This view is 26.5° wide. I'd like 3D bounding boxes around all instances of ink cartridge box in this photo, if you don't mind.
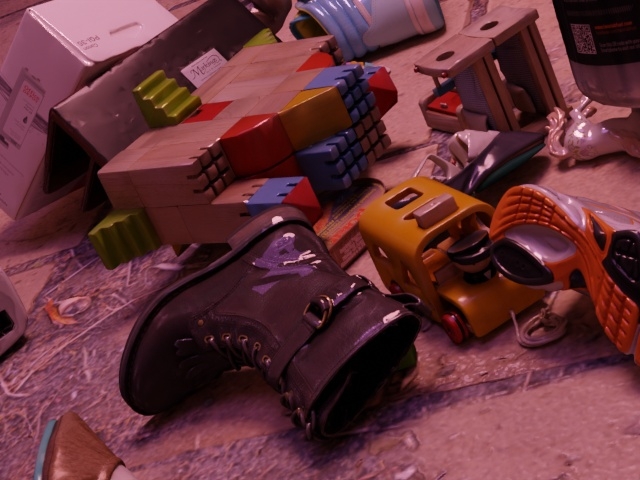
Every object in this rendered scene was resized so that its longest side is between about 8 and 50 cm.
[{"bbox_3d":[-0.323,-0.187,1.773,0.207,0.117,0.283,-34,-17,-52],"label":"ink cartridge box"}]

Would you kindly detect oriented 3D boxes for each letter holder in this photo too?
[{"bbox_3d":[-0.192,-0.140,1.735,0.302,0.152,0.214,-41,-11,-30],"label":"letter holder"}]

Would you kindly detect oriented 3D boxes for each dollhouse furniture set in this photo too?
[{"bbox_3d":[0.152,-0.169,1.474,0.129,0.129,0.183,-35,27,-19],"label":"dollhouse furniture set"}]

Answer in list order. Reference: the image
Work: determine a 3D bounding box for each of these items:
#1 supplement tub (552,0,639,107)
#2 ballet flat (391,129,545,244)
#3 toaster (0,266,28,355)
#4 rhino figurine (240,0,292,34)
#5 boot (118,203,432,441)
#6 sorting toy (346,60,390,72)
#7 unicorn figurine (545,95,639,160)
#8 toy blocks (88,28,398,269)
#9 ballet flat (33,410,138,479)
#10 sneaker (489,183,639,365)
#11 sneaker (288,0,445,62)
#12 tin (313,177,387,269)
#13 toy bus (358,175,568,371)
[{"bbox_3d":[0.295,-0.310,1.240,0.207,0.338,0.207,-18,20,7],"label":"supplement tub"},{"bbox_3d":[0.139,-0.067,1.341,0.203,0.074,0.074,-39,27,-24],"label":"ballet flat"},{"bbox_3d":[-0.433,0.089,1.535,0.227,0.129,0.146,-37,30,-27],"label":"toaster"},{"bbox_3d":[-0.126,-0.276,1.920,0.243,0.106,0.073,-60,19,21],"label":"rhino figurine"},{"bbox_3d":[-0.049,0.099,1.168,0.263,0.091,0.229,-48,40,5],"label":"boot"},{"bbox_3d":[0.052,-0.218,1.790,0.083,0.045,0.075,-3,13,40],"label":"sorting toy"},{"bbox_3d":[0.293,-0.111,1.321,0.162,0.060,0.111,-25,30,39],"label":"unicorn figurine"},{"bbox_3d":[-0.049,-0.115,1.479,0.261,0.191,0.381,-2,33,39],"label":"toy blocks"},{"bbox_3d":[-0.165,0.248,0.995,0.124,0.116,0.342,-3,27,2],"label":"ballet flat"},{"bbox_3d":[0.254,0.023,1.038,0.121,0.099,0.262,-1,26,-36],"label":"sneaker"},{"bbox_3d":[0.039,-0.382,1.932,0.208,0.127,0.319,-24,45,10],"label":"sneaker"},{"bbox_3d":[0.000,0.000,1.399,0.106,0.040,0.189,-1,34,50],"label":"tin"},{"bbox_3d":[0.115,0.010,1.183,0.202,0.104,0.191,-13,27,27],"label":"toy bus"}]
